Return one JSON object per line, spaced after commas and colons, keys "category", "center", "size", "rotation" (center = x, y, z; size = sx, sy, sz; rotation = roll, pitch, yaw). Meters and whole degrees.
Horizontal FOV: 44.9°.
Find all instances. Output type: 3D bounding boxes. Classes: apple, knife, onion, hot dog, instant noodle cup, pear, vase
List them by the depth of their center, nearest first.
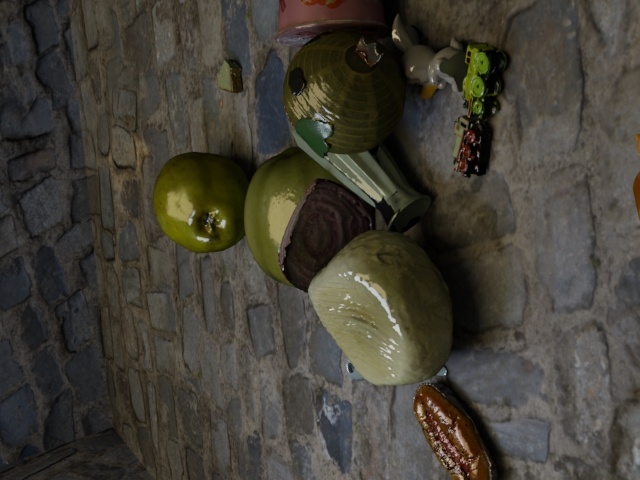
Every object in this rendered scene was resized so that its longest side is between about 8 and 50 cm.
{"category": "instant noodle cup", "center": [0.020, -0.532, 1.592], "size": [0.243, 0.243, 0.231], "rotation": [2, 96, 56]}
{"category": "hot dog", "center": [0.289, 0.426, 1.673], "size": [0.268, 0.075, 0.144], "rotation": [58, 146, 29]}
{"category": "vase", "center": [0.086, -0.176, 1.687], "size": [0.360, 0.165, 0.165], "rotation": [51, 140, 26]}
{"category": "onion", "center": [0.000, 0.000, 1.772], "size": [0.111, 0.247, 0.250], "rotation": [15, 79, 48]}
{"category": "knife", "center": [0.175, 0.288, 1.834], "size": [0.331, 0.044, 0.080], "rotation": [-16, 82, 51]}
{"category": "apple", "center": [-0.045, -0.065, 1.975], "size": [0.311, 0.320, 0.360], "rotation": [-53, -45, -75]}
{"category": "pear", "center": [-0.342, -0.130, 2.238], "size": [0.375, 0.287, 0.287], "rotation": [-110, 26, -50]}

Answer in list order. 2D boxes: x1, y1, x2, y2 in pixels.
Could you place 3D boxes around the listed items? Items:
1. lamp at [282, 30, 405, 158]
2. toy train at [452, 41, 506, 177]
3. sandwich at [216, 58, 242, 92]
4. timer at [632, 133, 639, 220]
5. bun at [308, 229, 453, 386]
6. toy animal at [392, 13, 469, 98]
{"category": "lamp", "center": [0.054, -0.297, 1.509], "size": [0.250, 0.250, 0.284], "rotation": [67, 158, 13]}
{"category": "toy train", "center": [0.290, -0.238, 1.447], "size": [0.085, 0.053, 0.250], "rotation": [44, 137, 50]}
{"category": "sandwich", "center": [-0.260, -0.467, 2.193], "size": [0.105, 0.035, 0.093], "rotation": [21, 120, 53]}
{"category": "timer", "center": [0.509, -0.109, 1.134], "size": [0.132, 0.132, 0.152], "rotation": [118, 153, -46]}
{"category": "bun", "center": [0.146, 0.131, 1.624], "size": [0.349, 0.227, 0.353], "rotation": [21, 136, 51]}
{"category": "toy animal", "center": [0.208, -0.354, 1.513], "size": [0.181, 0.131, 0.127], "rotation": [26, 91, 41]}
